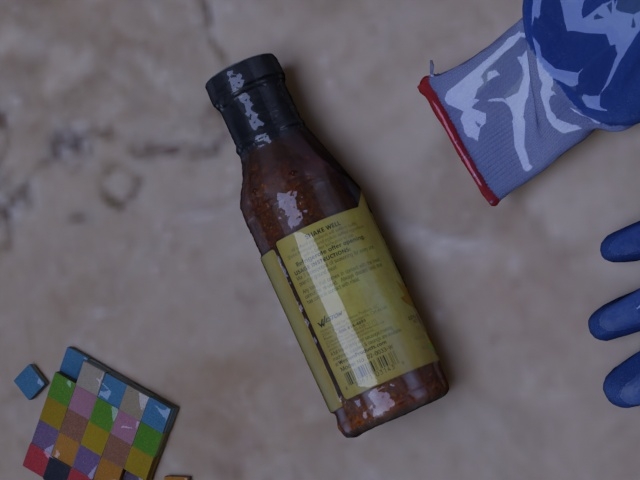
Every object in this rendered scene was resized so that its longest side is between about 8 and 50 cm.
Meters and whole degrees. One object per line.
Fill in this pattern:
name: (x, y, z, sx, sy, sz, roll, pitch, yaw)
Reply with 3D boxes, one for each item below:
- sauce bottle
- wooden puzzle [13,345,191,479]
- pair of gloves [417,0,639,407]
sauce bottle: (0.000, 0.000, 0.637, 0.042, 0.042, 0.128, -26, 84, 25)
wooden puzzle: (-0.080, 0.072, 0.701, 0.083, 0.006, 0.049, 26, 105, 21)
pair of gloves: (0.124, -0.033, 0.585, 0.159, 0.023, 0.198, -36, 80, 22)
